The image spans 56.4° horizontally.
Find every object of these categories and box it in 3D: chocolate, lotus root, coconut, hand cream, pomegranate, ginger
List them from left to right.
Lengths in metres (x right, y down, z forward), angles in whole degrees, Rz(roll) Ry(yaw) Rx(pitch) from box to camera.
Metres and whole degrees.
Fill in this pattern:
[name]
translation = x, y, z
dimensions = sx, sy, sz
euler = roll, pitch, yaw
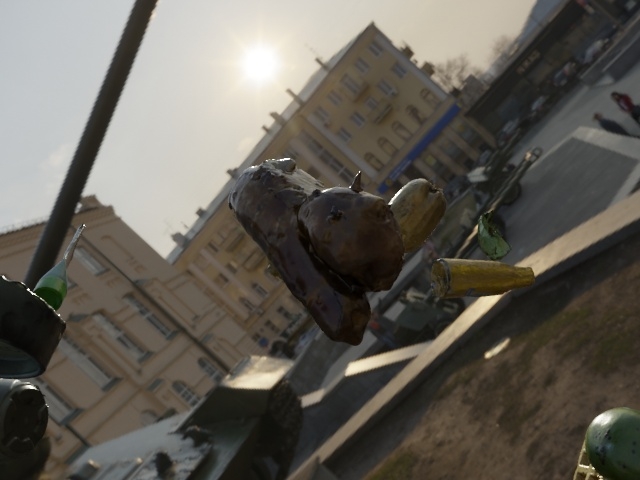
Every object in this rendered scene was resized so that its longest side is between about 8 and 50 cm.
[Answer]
[hand cream]
translation = -0.465, 0.048, 1.080
dimensions = 0.079, 0.050, 0.275
euler = -39, 23, 4
[ginger]
translation = -0.006, -0.037, 1.059
dimensions = 0.176, 0.418, 0.254
euler = 6, -57, -42
[lotus root]
translation = 0.276, -0.068, 1.844
dimensions = 0.284, 0.160, 0.146
euler = -50, -29, -6
[chocolate]
translation = 0.328, 0.072, 1.180
dimensions = 0.219, 0.086, 0.085
euler = -1, -21, -19
[coconut]
translation = 0.420, -0.008, 1.471
dimensions = 0.055, 0.133, 0.158
euler = -24, -27, 27
[pomegranate]
translation = 0.594, 0.439, 1.160
dimensions = 0.224, 0.181, 0.181
euler = -52, -1, -9

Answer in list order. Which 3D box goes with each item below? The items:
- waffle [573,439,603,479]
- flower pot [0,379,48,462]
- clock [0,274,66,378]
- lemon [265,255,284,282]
[waffle]
translation = 0.708, 0.590, 1.496
dimensions = 0.221, 0.055, 0.248
euler = 96, -163, -74
[flower pot]
translation = -0.660, 0.370, 1.229
dimensions = 0.140, 0.235, 0.235
euler = -3, 11, 13
[clock]
translation = -0.484, 0.090, 0.727
dimensions = 0.325, 0.325, 0.067
euler = 131, 153, -57
[lemon]
translation = 0.000, 0.000, 1.401
dimensions = 0.288, 0.233, 0.233
euler = -32, -8, -24
